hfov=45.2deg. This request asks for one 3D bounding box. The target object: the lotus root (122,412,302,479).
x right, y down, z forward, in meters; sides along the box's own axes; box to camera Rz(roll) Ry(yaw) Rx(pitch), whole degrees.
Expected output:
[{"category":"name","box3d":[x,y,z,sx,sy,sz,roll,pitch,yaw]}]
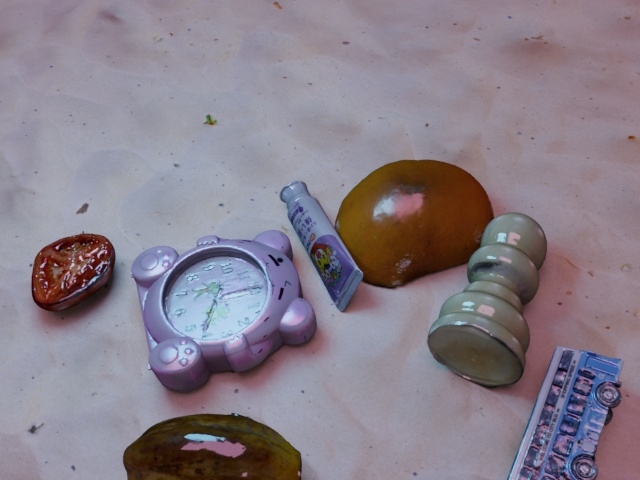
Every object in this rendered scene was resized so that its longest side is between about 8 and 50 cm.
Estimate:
[{"category":"lotus root","box3d":[-0.171,0.383,1.294,0.291,0.193,0.193,-1,56,9]}]

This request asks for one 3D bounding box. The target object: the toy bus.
[{"category":"toy bus","box3d":[0.414,0.328,1.299,0.131,0.106,0.297,18,61,21]}]

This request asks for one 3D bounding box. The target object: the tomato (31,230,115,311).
[{"category":"tomato","box3d":[-0.495,0.073,1.576,0.174,0.082,0.166,-17,52,0]}]

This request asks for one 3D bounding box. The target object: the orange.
[{"category":"orange","box3d":[0.182,-0.043,1.580,0.310,0.274,0.274,-31,53,23]}]

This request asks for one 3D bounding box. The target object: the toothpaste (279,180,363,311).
[{"category":"toothpaste","box3d":[0.000,0.000,1.570,0.073,0.114,0.299,-1,45,-33]}]

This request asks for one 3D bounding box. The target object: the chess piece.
[{"category":"chess piece","box3d":[0.335,0.088,1.435,0.182,0.182,0.330,18,55,17]}]

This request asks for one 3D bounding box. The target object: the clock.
[{"category":"clock","box3d":[-0.188,0.120,1.495,0.322,0.113,0.295,-16,56,-6]}]
